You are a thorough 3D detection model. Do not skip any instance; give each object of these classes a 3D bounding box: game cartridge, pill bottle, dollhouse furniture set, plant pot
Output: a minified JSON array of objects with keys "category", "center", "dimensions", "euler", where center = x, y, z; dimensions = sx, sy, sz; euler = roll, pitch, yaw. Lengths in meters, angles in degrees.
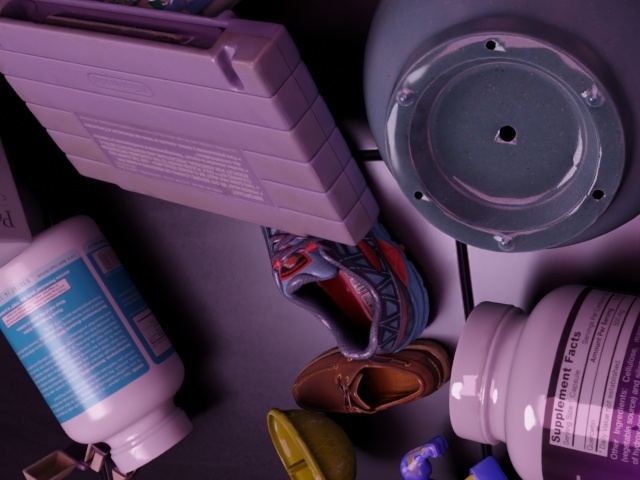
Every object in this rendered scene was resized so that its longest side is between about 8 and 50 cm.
[{"category":"game cartridge","center":[-0.131,-0.112,1.024],"dimensions":[0.355,0.068,0.230],"euler":[15,155,36]},{"category":"pill bottle","center":[0.279,0.138,0.972],"dimensions":[0.323,0.181,0.181],"euler":[9,112,26]},{"category":"dollhouse furniture set","center":[-0.274,0.245,1.353],"dimensions":[0.091,0.114,0.081],"euler":[29,115,19]},{"category":"pill bottle","center":[-0.245,0.116,1.267],"dimensions":[0.146,0.146,0.264],"euler":[-30,92,33]},{"category":"plant pot","center":[0.156,-0.110,0.904],"dimensions":[0.293,0.196,0.293],"euler":[10,121,17]}]

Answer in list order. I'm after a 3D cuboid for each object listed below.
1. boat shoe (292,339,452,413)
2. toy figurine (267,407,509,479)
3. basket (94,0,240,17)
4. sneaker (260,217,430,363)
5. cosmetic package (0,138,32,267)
[{"category":"boat shoe","center":[0.042,0.141,1.173],"dimensions":[0.178,0.060,0.064],"euler":[-14,101,32]},{"category":"toy figurine","center":[0.125,0.283,1.155],"dimensions":[0.362,0.217,0.191],"euler":[56,172,30]},{"category":"basket","center":[-0.157,-0.327,1.022],"dimensions":[0.255,0.201,0.289],"euler":[-37,98,33]},{"category":"sneaker","center":[0.000,0.000,1.104],"dimensions":[0.104,0.125,0.262],"euler":[-41,87,33]},{"category":"cosmetic package","center":[-0.479,-0.165,1.163],"dimensions":[0.161,0.230,0.453],"euler":[-31,73,33]}]
